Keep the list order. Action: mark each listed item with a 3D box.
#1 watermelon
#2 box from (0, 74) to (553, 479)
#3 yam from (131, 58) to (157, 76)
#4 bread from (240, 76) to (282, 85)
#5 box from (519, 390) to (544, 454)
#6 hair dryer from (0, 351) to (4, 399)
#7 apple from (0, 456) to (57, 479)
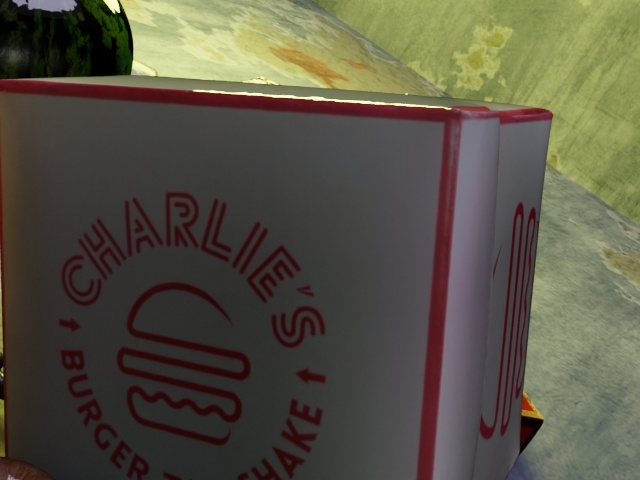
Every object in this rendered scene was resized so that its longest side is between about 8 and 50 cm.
[{"bbox_3d":[-0.356,-0.235,0.973,0.269,0.269,0.269,24,25,-12],"label":"watermelon"},{"bbox_3d":[-0.015,0.043,0.609,0.314,0.312,0.300,8,11,24],"label":"box"},{"bbox_3d":[-0.358,-0.257,1.196,0.259,0.093,0.093,23,25,-15],"label":"yam"},{"bbox_3d":[-0.047,-0.044,0.943,0.250,0.225,0.279,31,32,7],"label":"bread"},{"bbox_3d":[0.141,0.146,0.992,0.153,0.074,0.240,19,25,-31],"label":"box"},{"bbox_3d":[-0.313,0.054,0.696,0.272,0.091,0.235,47,17,9],"label":"hair dryer"},{"bbox_3d":[-0.203,0.188,0.484,0.126,0.102,0.126,28,19,-11],"label":"apple"}]
